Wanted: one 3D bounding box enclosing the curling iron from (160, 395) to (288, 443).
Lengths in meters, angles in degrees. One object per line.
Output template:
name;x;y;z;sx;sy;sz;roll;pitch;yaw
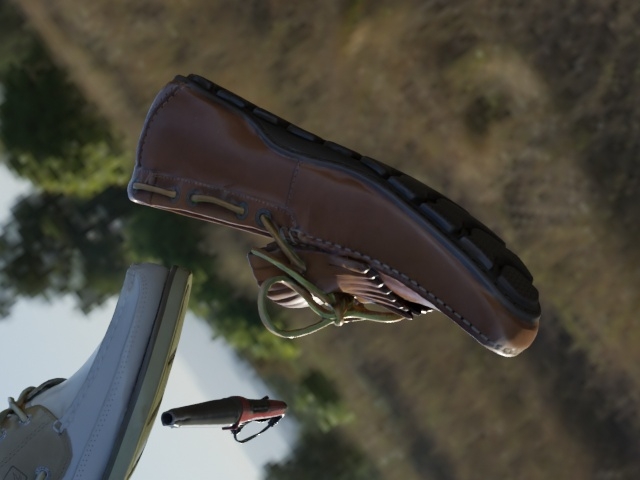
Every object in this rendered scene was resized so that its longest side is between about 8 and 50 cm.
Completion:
curling iron;-0.099;0.184;1.842;0.035;0.068;0.274;55;-168;13

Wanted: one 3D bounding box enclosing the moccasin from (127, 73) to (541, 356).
moccasin;-0.001;-0.001;1.358;0.380;0.147;0.139;27;-177;28

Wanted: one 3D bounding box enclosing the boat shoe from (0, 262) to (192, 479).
boat shoe;-0.175;0.146;1.196;0.103;0.302;0.113;22;-172;1
